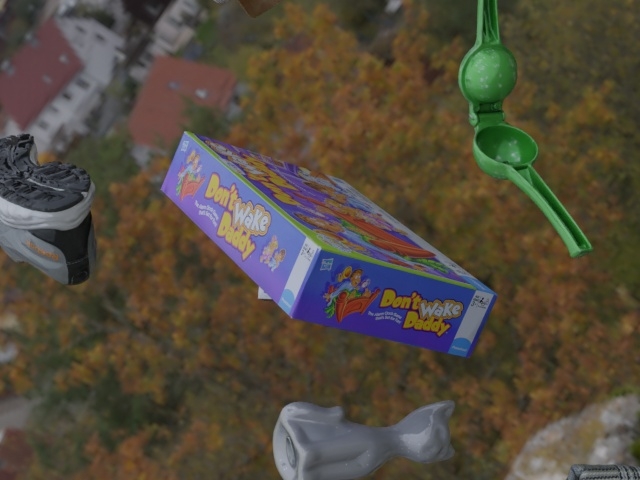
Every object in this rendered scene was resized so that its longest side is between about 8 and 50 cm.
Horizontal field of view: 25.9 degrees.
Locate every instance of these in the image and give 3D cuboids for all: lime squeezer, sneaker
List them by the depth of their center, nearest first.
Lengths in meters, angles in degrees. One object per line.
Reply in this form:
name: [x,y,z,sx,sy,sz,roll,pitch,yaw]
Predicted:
lime squeezer: [0.153,-0.121,1.174,0.110,0.059,0.310,98,160,-76]
sneaker: [-0.296,-0.033,1.356,0.100,0.108,0.271,-21,29,-25]

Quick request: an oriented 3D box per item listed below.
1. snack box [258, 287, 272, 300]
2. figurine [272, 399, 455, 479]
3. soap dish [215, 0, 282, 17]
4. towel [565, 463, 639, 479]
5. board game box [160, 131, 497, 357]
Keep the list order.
snack box: [0.009,0.044,1.732,0.178,0.022,0.064,-1,79,23]
figurine: [0.053,0.274,1.515,0.092,0.209,0.215,-142,53,-60]
soap dish: [-0.074,-0.382,1.324,0.229,0.118,0.291,41,-137,-81]
towel: [0.339,0.380,1.460,0.056,0.312,0.324,55,132,56]
board game box: [0.000,0.000,1.529,0.347,0.233,0.078,40,110,53]
